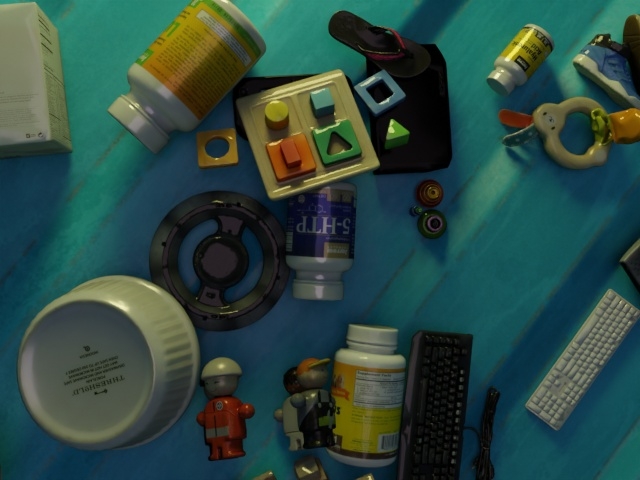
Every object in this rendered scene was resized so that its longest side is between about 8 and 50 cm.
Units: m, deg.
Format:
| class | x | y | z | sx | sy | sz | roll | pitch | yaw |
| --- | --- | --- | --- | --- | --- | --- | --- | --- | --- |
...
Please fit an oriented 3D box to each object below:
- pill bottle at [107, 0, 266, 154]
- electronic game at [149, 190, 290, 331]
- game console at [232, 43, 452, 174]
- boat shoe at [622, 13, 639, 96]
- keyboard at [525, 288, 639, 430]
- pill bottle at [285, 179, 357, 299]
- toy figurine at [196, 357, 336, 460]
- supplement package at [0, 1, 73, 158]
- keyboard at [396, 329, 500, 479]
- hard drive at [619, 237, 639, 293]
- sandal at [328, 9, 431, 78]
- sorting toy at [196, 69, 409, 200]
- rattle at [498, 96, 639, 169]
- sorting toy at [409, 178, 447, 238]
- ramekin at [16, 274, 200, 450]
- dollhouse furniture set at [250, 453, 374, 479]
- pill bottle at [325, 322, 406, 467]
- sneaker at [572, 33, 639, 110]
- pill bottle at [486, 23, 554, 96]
| class | x | y | z | sx | sy | sz | roll | pitch | yaw |
| --- | --- | --- | --- | --- | --- | --- | --- | --- | --- |
| pill bottle | -0.212 | -0.258 | 1.176 | 0.136 | 0.136 | 0.246 | 42 | 85 | -4 |
| electronic game | -0.162 | 0.033 | 1.224 | 0.229 | 0.048 | 0.229 | 0 | 90 | -11 |
| game console | 0.038 | -0.211 | 1.251 | 0.361 | 0.044 | 0.213 | -4 | 90 | -6 |
| boat shoe | 0.566 | -0.319 | 1.307 | 0.049 | 0.056 | 0.152 | -17 | 101 | -11 |
| keyboard | 0.457 | 0.206 | 1.309 | 0.072 | 0.014 | 0.256 | 38 | 86 | -5 |
| pill bottle | 0.000 | 0.000 | 1.211 | 0.112 | 0.112 | 0.187 | 2 | 90 | -6 |
| toy figurine | -0.085 | 0.252 | 1.155 | 0.209 | 0.213 | 0.148 | -4 | 74 | -9 |
| supplement package | -0.497 | -0.231 | 1.138 | 0.194 | 0.149 | 0.203 | -6 | 90 | -6 |
| keyboard | 0.222 | 0.312 | 1.247 | 0.201 | 0.033 | 0.317 | 7 | 88 | -27 |
| hard drive | 0.649 | 0.018 | 1.303 | 0.254 | 0.054 | 0.172 | -37 | 99 | -4 |
| sandal | 0.096 | -0.318 | 1.219 | 0.179 | 0.040 | 0.067 | 26 | 84 | -4 |
| sorting toy | -0.023 | -0.172 | 1.165 | 0.347 | 0.047 | 0.196 | -18 | 70 | -7 |
| rattle | 0.413 | -0.184 | 1.248 | 0.199 | 0.143 | 0.130 | 16 | 106 | -12 |
| sorting toy | 0.184 | -0.052 | 1.266 | 0.061 | 0.042 | 0.102 | -9 | 91 | -6 |
| ramekin | -0.327 | 0.188 | 1.136 | 0.272 | 0.127 | 0.273 | 0 | 88 | 8 |
| dollhouse furniture set | -0.038 | 0.530 | 1.152 | 0.355 | 0.303 | 0.174 | -25 | 130 | -4 |
| pill bottle | 0.075 | 0.245 | 1.215 | 0.117 | 0.117 | 0.215 | 6 | 89 | -6 |
| sneaker | 0.518 | -0.293 | 1.296 | 0.152 | 0.058 | 0.084 | 40 | 94 | 2 |
| pill bottle | 0.335 | -0.302 | 1.273 | 0.065 | 0.065 | 0.116 | 40 | 86 | -5 |
